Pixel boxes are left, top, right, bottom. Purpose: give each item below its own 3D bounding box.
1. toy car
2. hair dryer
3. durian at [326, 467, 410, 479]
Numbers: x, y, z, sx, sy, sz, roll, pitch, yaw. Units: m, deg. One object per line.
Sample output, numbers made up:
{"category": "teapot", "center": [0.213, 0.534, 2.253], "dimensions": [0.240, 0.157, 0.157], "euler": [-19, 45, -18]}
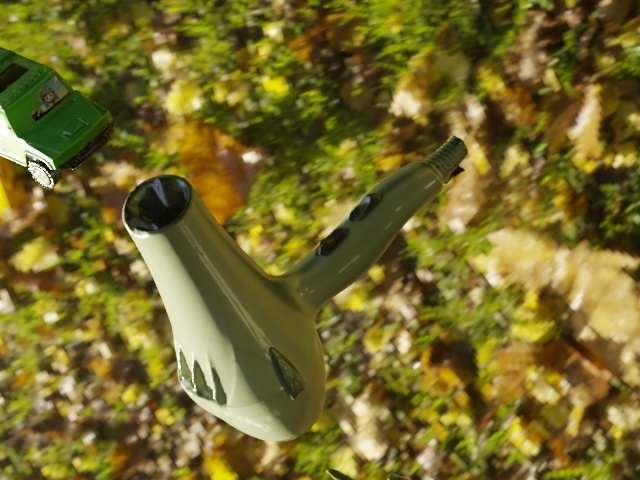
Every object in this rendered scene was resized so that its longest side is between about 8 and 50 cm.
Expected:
{"category": "toy car", "center": [-0.225, -0.098, 1.152], "dimensions": [0.165, 0.071, 0.062], "euler": [24, 147, 33]}
{"category": "hair dryer", "center": [-0.023, 0.001, 0.919], "dimensions": [0.088, 0.219, 0.225], "euler": [36, 93, 36]}
{"category": "durian", "center": [0.104, 0.196, 0.570], "dimensions": [0.355, 0.169, 0.157], "euler": [34, 95, 17]}
